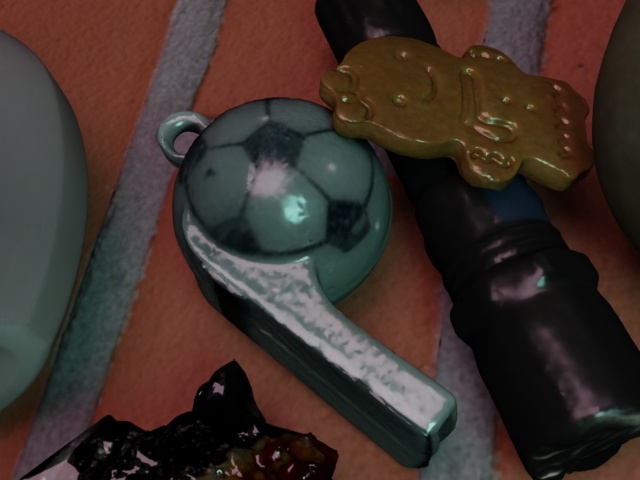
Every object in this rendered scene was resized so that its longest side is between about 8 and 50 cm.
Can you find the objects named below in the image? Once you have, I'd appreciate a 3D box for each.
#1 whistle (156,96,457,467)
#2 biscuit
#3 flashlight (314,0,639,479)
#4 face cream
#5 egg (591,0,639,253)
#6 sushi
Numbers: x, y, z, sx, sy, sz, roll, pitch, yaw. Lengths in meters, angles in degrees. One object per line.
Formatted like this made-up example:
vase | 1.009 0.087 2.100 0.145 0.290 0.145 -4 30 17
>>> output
whistle | 0.000 0.000 0.616 0.289 0.163 0.163 37 74 15
biscuit | 0.096 -0.091 0.607 0.184 0.027 0.133 22 49 2
flashlight | 0.095 -0.039 0.642 0.103 0.103 0.424 -23 58 -1
face cream | -0.328 -0.039 0.662 0.312 0.219 0.357 -22 58 0
egg | 0.315 -0.111 0.542 0.258 0.258 0.352 34 80 26
sushi | -0.053 0.180 0.522 0.172 0.153 0.150 -36 37 -31
